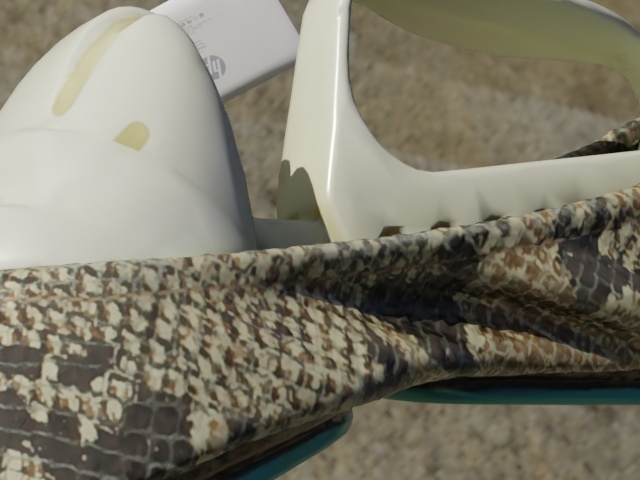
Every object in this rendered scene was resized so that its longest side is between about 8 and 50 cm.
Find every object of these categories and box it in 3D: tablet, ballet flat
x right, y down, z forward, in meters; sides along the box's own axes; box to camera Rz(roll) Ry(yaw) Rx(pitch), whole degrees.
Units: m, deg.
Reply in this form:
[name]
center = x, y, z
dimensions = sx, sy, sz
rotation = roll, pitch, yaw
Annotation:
[tablet]
center = -0.053, -0.086, 0.866
dimensions = 0.054, 0.083, 0.006
rotation = 58, 15, -20
[ballet flat]
center = 0.000, 0.000, 0.660
dimensions = 0.482, 0.164, 0.182
rotation = -10, 96, -33
